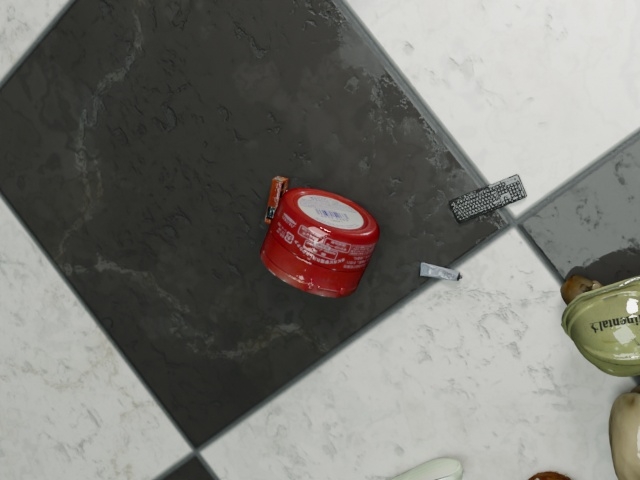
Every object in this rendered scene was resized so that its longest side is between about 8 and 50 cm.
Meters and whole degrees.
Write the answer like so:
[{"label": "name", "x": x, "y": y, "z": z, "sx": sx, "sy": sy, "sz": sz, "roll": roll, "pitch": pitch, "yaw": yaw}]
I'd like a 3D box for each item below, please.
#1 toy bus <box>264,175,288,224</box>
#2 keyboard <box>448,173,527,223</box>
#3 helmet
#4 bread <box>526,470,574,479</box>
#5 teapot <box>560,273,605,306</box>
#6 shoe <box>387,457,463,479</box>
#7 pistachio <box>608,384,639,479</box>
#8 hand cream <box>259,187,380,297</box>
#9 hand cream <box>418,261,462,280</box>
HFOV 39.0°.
[{"label": "toy bus", "x": -0.096, "y": -0.084, "z": 1.969, "sx": 0.031, "sy": 0.043, "sz": 0.110, "roll": 18, "pitch": 110, "yaw": 17}, {"label": "keyboard", "x": 0.334, "y": -0.083, "z": 1.809, "sx": 0.155, "sy": 0.010, "sz": 0.053, "roll": -23, "pitch": 93, "yaw": 26}, {"label": "helmet", "x": 0.582, "y": 0.175, "z": 1.666, "sx": 0.257, "sy": 0.137, "sz": 0.204, "roll": -25, "pitch": 132, "yaw": 26}, {"label": "bread", "x": 0.485, "y": 0.567, "z": 1.885, "sx": 0.160, "sy": 0.073, "sz": 0.160, "roll": 3, "pitch": 101, "yaw": 17}, {"label": "teapot", "x": 0.514, "y": 0.093, "z": 1.738, "sx": 0.085, "sy": 0.110, "sz": 0.080, "roll": -41, "pitch": 71, "yaw": -14}, {"label": "shoe", "x": 0.220, "y": 0.568, "z": 1.998, "sx": 0.265, "sy": 0.095, "sz": 0.110, "roll": -28, "pitch": 98, "yaw": 32}, {"label": "pistachio", "x": 0.627, "y": 0.394, "z": 1.758, "sx": 0.152, "sy": 0.126, "sz": 0.223, "roll": 17, "pitch": 115, "yaw": 56}, {"label": "hand cream", "x": 0.000, "y": 0.000, "z": 1.854, "sx": 0.230, "sy": 0.230, "sz": 0.149, "roll": 29, "pitch": 116, "yaw": 13}, {"label": "hand cream", "x": 0.251, "y": 0.068, "z": 1.885, "sx": 0.093, "sy": 0.019, "sz": 0.030, "roll": 13, "pitch": 111, "yaw": 26}]
